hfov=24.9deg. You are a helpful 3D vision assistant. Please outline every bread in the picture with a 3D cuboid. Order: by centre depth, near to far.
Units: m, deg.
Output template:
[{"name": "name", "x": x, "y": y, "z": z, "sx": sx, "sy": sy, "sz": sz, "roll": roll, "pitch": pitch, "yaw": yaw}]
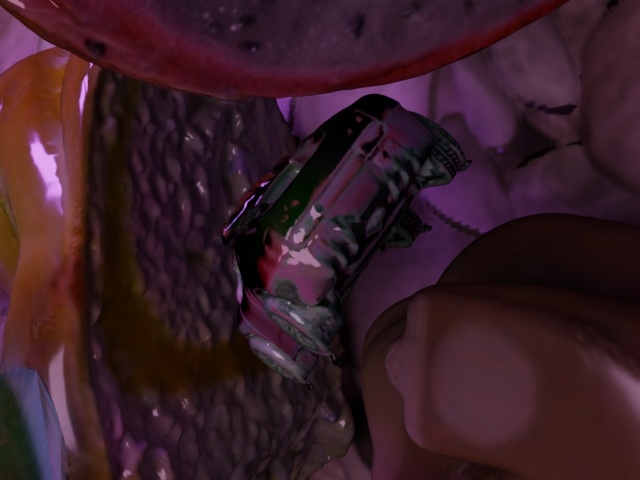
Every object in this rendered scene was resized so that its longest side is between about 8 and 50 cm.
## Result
[{"name": "bread", "x": -0.088, "y": 0.055, "z": 0.524, "sx": 0.156, "sy": 0.158, "sz": 0.260, "roll": -7, "pitch": 100, "yaw": 33}]

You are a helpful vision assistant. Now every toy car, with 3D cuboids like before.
[{"name": "toy car", "x": 0.000, "y": 0.000, "z": 0.434, "sx": 0.055, "sy": 0.142, "sz": 0.069, "roll": 35, "pitch": 78, "yaw": 3}]

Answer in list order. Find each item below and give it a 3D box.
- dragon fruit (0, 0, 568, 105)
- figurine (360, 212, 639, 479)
[{"name": "dragon fruit", "x": -0.008, "y": -0.196, "z": 0.348, "sx": 0.290, "sy": 0.291, "sz": 0.189, "roll": -58, "pitch": 46, "yaw": 29}, {"name": "figurine", "x": 0.124, "y": 0.078, "z": 0.409, "sx": 0.247, "sy": 0.173, "sz": 0.177, "roll": 5, "pitch": 98, "yaw": 35}]
